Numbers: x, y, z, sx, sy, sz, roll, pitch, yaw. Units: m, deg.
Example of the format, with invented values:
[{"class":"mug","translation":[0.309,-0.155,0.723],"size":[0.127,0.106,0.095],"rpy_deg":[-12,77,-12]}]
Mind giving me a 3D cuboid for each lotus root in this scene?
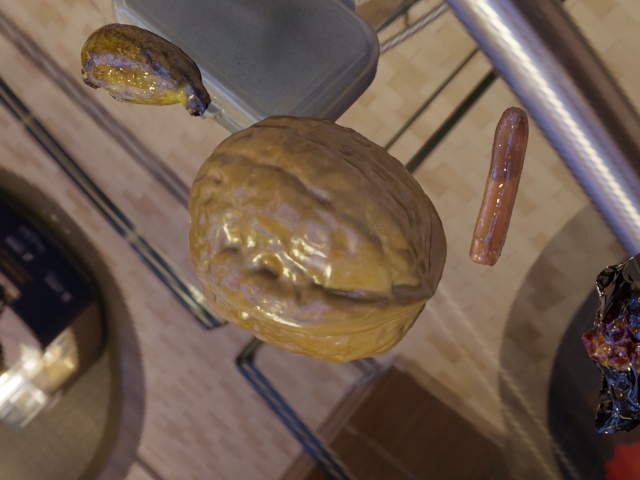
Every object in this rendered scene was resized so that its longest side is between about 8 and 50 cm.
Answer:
[{"class":"lotus root","translation":[-0.201,-0.203,1.387],"size":[0.190,0.108,0.094],"rpy_deg":[19,103,31]}]

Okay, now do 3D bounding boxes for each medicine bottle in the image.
[{"class":"medicine bottle","translation":[-0.110,-0.302,1.700],"size":[0.375,0.282,0.123],"rpy_deg":[41,163,15]}]

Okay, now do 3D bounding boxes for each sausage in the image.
[{"class":"sausage","translation":[0.205,-0.062,1.330],"size":[0.043,0.043,0.186],"rpy_deg":[20,107,30]}]

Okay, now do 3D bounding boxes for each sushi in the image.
[{"class":"sushi","translation":[0.328,0.083,1.062],"size":[0.172,0.153,0.150],"rpy_deg":[-7,118,26]}]

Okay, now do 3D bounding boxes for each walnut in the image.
[{"class":"walnut","translation":[0.000,0.000,1.110],"size":[0.257,0.257,0.224],"rpy_deg":[24,134,25]}]
